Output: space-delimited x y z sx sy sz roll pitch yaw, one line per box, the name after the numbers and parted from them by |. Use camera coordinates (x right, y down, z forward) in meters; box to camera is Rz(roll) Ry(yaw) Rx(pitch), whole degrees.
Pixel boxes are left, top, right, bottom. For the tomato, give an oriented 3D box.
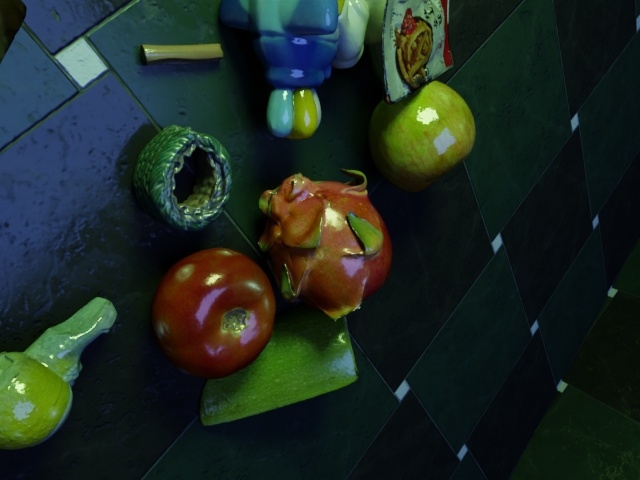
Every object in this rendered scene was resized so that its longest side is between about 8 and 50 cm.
-0.159 0.106 0.682 0.195 0.136 0.195 -11 108 -38 | tomato

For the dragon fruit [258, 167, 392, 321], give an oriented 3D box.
0.003 0.004 0.738 0.224 0.224 0.227 -26 88 -32 | dragon fruit

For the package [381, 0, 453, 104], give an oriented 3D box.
0.160 -0.325 0.724 0.239 0.030 0.154 -43 135 -42 | package

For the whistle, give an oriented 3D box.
-0.341 0.169 0.573 0.223 0.123 0.123 -54 132 -34 | whistle

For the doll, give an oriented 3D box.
0.015 -0.344 0.654 0.365 0.187 0.376 -48 114 -26 | doll

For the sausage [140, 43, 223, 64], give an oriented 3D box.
-0.185 -0.255 0.621 0.116 0.026 0.026 -20 116 -35 | sausage

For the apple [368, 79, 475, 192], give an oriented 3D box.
0.180 -0.195 0.840 0.196 0.196 0.196 -14 112 -37 | apple

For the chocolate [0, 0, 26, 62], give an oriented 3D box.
-0.315 -0.106 0.181 0.314 0.297 0.326 -55 140 -3 | chocolate

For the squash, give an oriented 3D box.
-0.085 0.199 0.845 0.289 0.203 0.111 -15 119 2 | squash

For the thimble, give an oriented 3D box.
-0.186 -0.084 0.630 0.118 0.090 0.135 22 87 -45 | thimble
